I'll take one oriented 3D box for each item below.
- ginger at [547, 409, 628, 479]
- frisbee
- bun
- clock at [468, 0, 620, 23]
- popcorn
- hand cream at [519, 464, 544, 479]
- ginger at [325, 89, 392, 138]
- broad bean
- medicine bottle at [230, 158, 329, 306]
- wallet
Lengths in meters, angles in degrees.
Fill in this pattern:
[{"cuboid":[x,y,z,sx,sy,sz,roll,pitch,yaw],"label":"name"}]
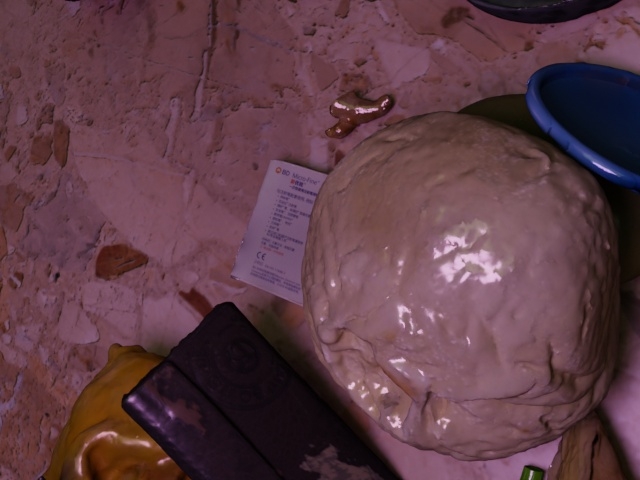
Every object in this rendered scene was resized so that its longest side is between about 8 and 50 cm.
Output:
[{"cuboid":[0.290,0.263,0.864,0.123,0.115,0.193,7,71,9],"label":"ginger"},{"cuboid":[0.311,-0.099,0.850,0.242,0.242,0.045,39,133,27],"label":"frisbee"},{"cuboid":[0.121,0.061,0.840,0.349,0.227,0.352,53,144,-3],"label":"bun"},{"cuboid":[0.267,-0.409,0.996,0.325,0.067,0.325,-5,79,27],"label":"clock"},{"cuboid":[-0.202,0.274,1.020,0.316,0.281,0.297,42,119,38],"label":"popcorn"},{"cuboid":[0.213,0.303,0.931,0.036,0.023,0.121,16,93,24],"label":"hand cream"},{"cuboid":[0.044,-0.165,1.091,0.097,0.030,0.048,-27,98,23],"label":"ginger"},{"cuboid":[0.248,-0.059,0.934,0.263,0.121,0.189,35,93,12],"label":"broad bean"},{"cuboid":[0.000,0.000,1.072,0.201,0.052,0.171,18,90,29],"label":"medicine bottle"},{"cuboid":[-0.050,0.230,0.945,0.321,0.044,0.170,47,61,-3],"label":"wallet"}]
